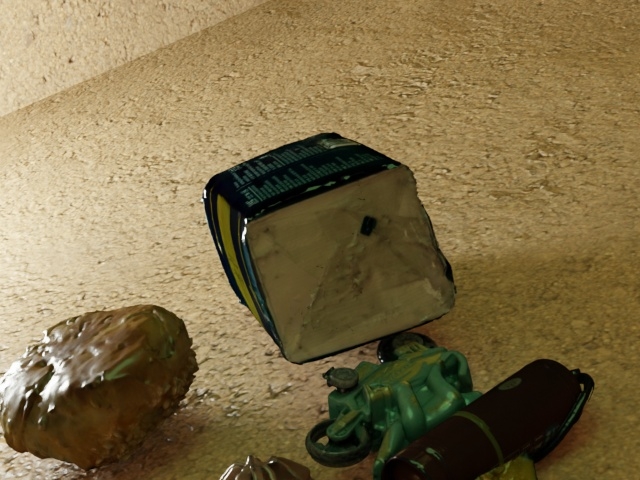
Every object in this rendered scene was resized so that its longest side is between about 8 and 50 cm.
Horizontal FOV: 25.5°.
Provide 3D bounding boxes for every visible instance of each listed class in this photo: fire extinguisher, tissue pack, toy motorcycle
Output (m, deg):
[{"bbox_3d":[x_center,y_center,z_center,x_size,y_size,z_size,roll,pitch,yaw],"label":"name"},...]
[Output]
[{"bbox_3d":[0.216,0.233,1.726,0.341,0.105,0.141,-26,4,-38],"label":"fire extinguisher"},{"bbox_3d":[0.000,0.000,2.043,0.264,0.253,0.416,-21,12,-9],"label":"tissue pack"},{"bbox_3d":[0.110,0.217,1.826,0.198,0.109,0.296,14,34,30],"label":"toy motorcycle"}]

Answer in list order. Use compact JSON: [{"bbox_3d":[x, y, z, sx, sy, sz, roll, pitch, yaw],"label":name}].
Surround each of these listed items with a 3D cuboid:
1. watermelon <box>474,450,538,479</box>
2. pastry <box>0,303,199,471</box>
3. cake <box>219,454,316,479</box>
[{"bbox_3d":[0.115,0.336,1.534,0.301,0.129,0.123,-21,23,-30],"label":"watermelon"},{"bbox_3d":[-0.304,0.209,1.977,0.310,0.162,0.255,-4,37,44],"label":"pastry"},{"bbox_3d":[-0.053,0.330,1.590,0.185,0.178,0.208,-8,30,12],"label":"cake"}]
